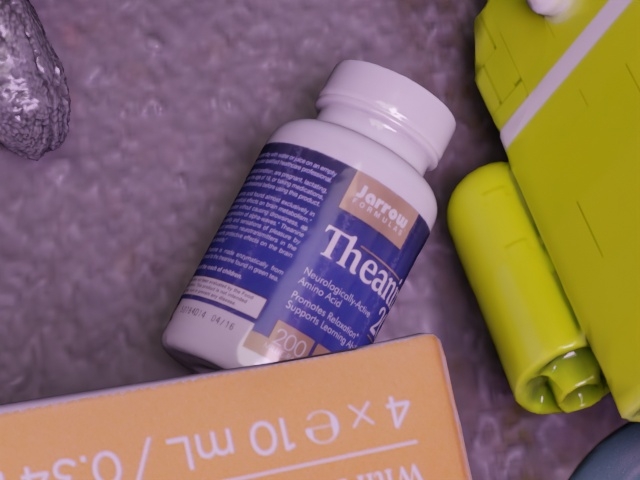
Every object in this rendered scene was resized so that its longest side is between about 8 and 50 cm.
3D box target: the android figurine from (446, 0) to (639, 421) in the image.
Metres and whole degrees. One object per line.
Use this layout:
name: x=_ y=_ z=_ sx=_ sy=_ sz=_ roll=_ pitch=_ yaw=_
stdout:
android figurine: x=0.127 y=-0.057 z=0.533 sx=0.056 sy=0.248 sz=0.273 roll=9 pitch=47 yaw=-33

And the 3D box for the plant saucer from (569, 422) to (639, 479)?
plant saucer: x=0.140 y=0.115 z=0.586 sx=0.119 sy=0.021 sz=0.119 roll=0 pitch=77 yaw=-1

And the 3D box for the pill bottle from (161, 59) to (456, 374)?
pill bottle: x=0.000 y=0.000 z=0.587 sx=0.067 sy=0.067 sz=0.120 roll=27 pitch=77 yaw=5

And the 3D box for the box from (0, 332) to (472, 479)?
box: x=-0.060 y=0.218 z=0.434 sx=0.215 sy=0.168 sz=0.345 roll=-9 pitch=82 yaw=-25

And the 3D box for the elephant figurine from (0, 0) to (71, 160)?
elephant figurine: x=-0.119 y=-0.183 z=0.570 sx=0.169 sy=0.186 sz=0.239 roll=-32 pitch=68 yaw=8
